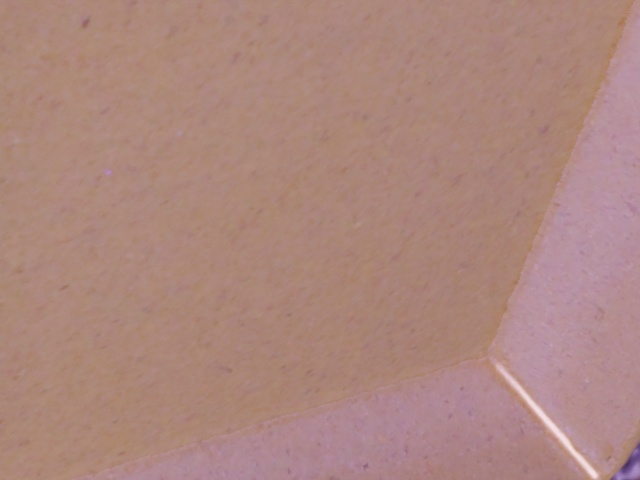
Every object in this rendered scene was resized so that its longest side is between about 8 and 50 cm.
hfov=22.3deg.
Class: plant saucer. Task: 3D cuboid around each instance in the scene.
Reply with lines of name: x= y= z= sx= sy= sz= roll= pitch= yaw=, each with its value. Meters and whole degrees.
plant saucer: x=0.000 y=0.000 z=0.523 sx=0.333 sy=0.081 sz=0.333 roll=-14 pitch=141 yaw=-29
